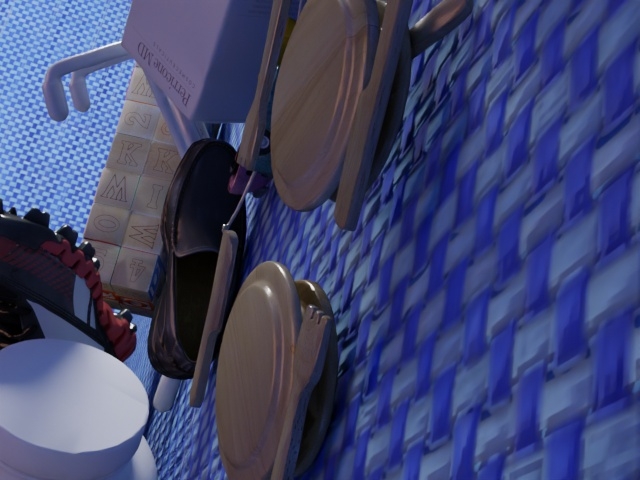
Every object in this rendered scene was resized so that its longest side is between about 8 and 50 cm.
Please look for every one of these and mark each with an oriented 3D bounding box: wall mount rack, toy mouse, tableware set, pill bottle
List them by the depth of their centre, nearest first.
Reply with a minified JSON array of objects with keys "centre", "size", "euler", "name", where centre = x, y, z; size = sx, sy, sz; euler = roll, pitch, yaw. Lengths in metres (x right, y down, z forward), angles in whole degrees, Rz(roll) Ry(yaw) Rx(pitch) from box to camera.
[{"centre":[0.000,0.000,0.370],"size":[0.128,0.039,0.194],"euler":[-143,64,-66],"name":"tableware set"},{"centre":[-0.031,-0.064,0.618],"size":[0.161,0.031,0.143],"euler":[126,158,-60],"name":"toy mouse"},{"centre":[-0.239,0.240,0.794],"size":[0.181,0.182,0.322],"euler":[-93,23,-60],"name":"pill bottle"},{"centre":[-0.147,-0.029,0.926],"size":[0.350,0.131,0.304],"euler":[-129,18,-78],"name":"wall mount rack"}]

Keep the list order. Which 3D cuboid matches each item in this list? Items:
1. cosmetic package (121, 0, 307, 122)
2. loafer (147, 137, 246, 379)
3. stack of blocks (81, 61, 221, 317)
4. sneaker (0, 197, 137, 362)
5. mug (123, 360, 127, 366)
[{"centre":[-0.056,-0.207,0.699],"size":[0.117,0.086,0.231],"euler":[47,127,34],"name":"cosmetic package"},{"centre":[-0.076,0.010,0.679],"size":[0.061,0.062,0.170],"euler":[162,114,-68],"name":"loafer"},{"centre":[-0.195,-0.065,1.175],"size":[0.171,0.087,0.297],"euler":[98,-176,-72],"name":"stack of blocks"},{"centre":[-0.242,0.072,0.851],"size":[0.276,0.098,0.135],"euler":[78,-146,-58],"name":"sneaker"},{"centre":[-0.455,0.285,1.311],"size":[0.276,0.374,0.328],"euler":[-24,52,41],"name":"mug"}]
